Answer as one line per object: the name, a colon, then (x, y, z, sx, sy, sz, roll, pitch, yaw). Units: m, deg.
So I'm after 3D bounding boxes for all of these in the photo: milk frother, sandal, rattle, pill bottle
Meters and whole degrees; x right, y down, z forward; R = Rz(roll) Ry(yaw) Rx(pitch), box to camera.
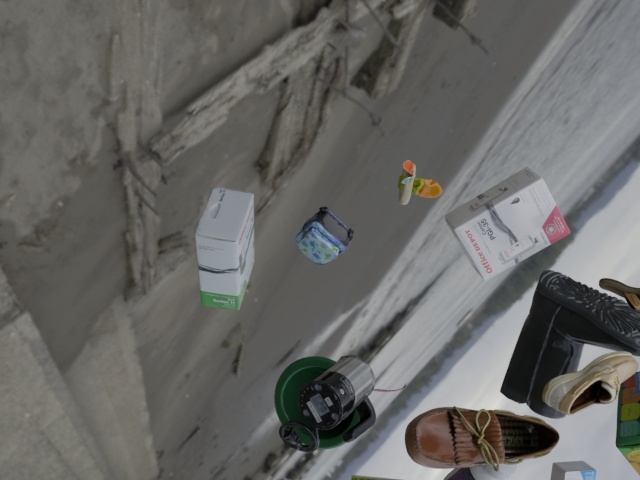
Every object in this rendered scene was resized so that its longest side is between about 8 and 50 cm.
milk frother: (0.010, 0.283, 1.186, 0.143, 0.129, 0.134, -15, -178, 30)
sandal: (0.777, 0.145, 1.717, 0.049, 0.180, 0.072, -59, 146, -14)
rattle: (0.295, -0.169, 2.012, 0.200, 0.142, 0.130, 104, 11, -69)
pill bottle: (0.392, 0.581, 1.695, 0.108, 0.108, 0.193, -32, 160, -49)

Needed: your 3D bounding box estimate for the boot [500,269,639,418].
boot: (0.728, 0.353, 1.981, 0.146, 0.367, 0.445, -19, 131, -37)

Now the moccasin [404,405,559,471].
moccasin: (0.351, 0.427, 1.482, 0.147, 0.380, 0.139, -35, -133, 55)

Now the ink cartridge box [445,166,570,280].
ink cartridge box: (0.535, -0.044, 1.988, 0.283, 0.207, 0.117, -31, -159, 8)

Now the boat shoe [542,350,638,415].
boat shoe: (0.418, 0.221, 1.039, 0.170, 0.059, 0.063, -19, 121, -17)

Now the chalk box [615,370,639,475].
chalk box: (0.694, 0.361, 1.338, 0.179, 0.289, 0.180, -24, -153, 42)

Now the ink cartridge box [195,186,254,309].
ink cartridge box: (-0.192, 0.017, 1.420, 0.208, 0.086, 0.153, 94, 6, -45)

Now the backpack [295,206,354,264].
backpack: (0.000, 0.000, 1.516, 0.114, 0.105, 0.084, -36, -163, 53)

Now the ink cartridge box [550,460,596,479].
ink cartridge box: (0.685, 0.704, 1.894, 0.061, 0.104, 0.181, -152, -115, -71)

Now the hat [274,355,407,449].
hat: (0.030, 0.317, 1.397, 0.173, 0.208, 0.183, -58, 167, 8)

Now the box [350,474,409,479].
box: (0.136, 0.406, 1.009, 0.207, 0.114, 0.036, 52, 45, -37)
